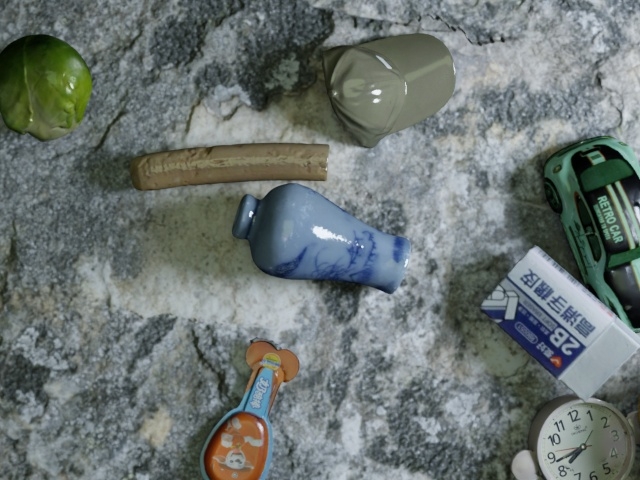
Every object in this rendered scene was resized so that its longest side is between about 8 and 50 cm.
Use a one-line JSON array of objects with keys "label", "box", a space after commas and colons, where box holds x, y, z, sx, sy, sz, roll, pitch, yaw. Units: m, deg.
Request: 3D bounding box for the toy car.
[{"label": "toy car", "box": [0.447, -0.009, 1.494, 0.136, 0.125, 0.306, -21, 88, -3]}]

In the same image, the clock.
[{"label": "clock", "box": [0.394, 0.312, 1.514, 0.229, 0.063, 0.156, -19, 91, -3]}]

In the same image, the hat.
[{"label": "hat", "box": [0.107, -0.243, 1.495, 0.173, 0.144, 0.166, -22, 91, 20]}]

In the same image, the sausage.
[{"label": "sausage", "box": [-0.136, -0.113, 1.510, 0.301, 0.066, 0.066, -3, 88, -4]}]

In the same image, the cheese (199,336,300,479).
[{"label": "cheese", "box": [-0.107, 0.274, 1.509, 0.106, 0.037, 0.256, 20, 88, -3]}]

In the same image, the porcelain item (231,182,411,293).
[{"label": "porcelain item", "box": [0.000, 0.000, 1.479, 0.259, 0.141, 0.141, 17, 88, -9]}]

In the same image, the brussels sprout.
[{"label": "brussels sprout", "box": [-0.407, -0.229, 1.477, 0.155, 0.117, 0.155, 2, 117, 4]}]

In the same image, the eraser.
[{"label": "eraser", "box": [0.354, 0.121, 1.479, 0.210, 0.068, 0.124, 43, 108, 12]}]

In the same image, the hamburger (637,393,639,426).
[{"label": "hamburger", "box": [0.616, 0.277, 1.458, 0.318, 0.158, 0.319, 0, 89, -17]}]
